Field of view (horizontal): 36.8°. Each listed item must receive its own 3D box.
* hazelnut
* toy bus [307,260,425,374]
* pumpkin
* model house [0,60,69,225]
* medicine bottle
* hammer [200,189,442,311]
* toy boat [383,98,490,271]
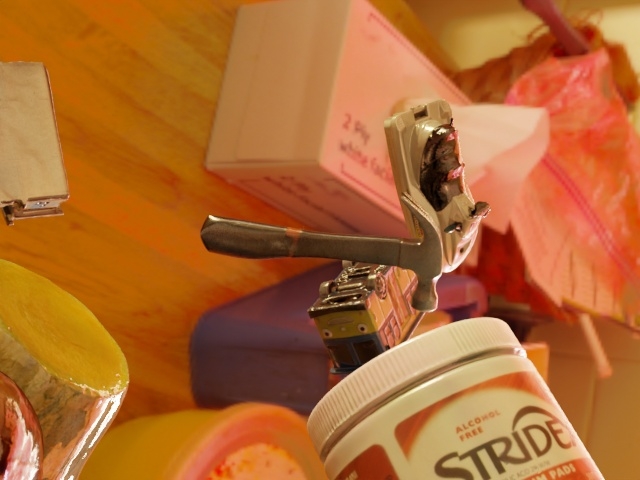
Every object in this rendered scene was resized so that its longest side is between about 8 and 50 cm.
[{"bbox_3d":[-0.389,0.241,1.013,0.218,0.218,0.234,6,112,-55],"label":"hazelnut"},{"bbox_3d":[0.103,0.129,1.922,0.287,0.138,0.175,-47,121,-56],"label":"toy bus"},{"bbox_3d":[-0.415,0.169,1.299,0.199,0.332,0.332,-51,144,11],"label":"pumpkin"},{"bbox_3d":[-0.539,-0.150,1.600,0.178,0.206,0.271,-10,85,-35],"label":"model house"},{"bbox_3d":[0.144,0.245,0.997,0.252,0.252,0.241,13,41,-54],"label":"medicine bottle"},{"bbox_3d":[0.000,0.000,1.127,0.037,0.290,0.137,-68,164,-72],"label":"hammer"},{"bbox_3d":[0.193,-0.085,1.518,0.141,0.141,0.269,-27,97,-51],"label":"toy boat"}]
